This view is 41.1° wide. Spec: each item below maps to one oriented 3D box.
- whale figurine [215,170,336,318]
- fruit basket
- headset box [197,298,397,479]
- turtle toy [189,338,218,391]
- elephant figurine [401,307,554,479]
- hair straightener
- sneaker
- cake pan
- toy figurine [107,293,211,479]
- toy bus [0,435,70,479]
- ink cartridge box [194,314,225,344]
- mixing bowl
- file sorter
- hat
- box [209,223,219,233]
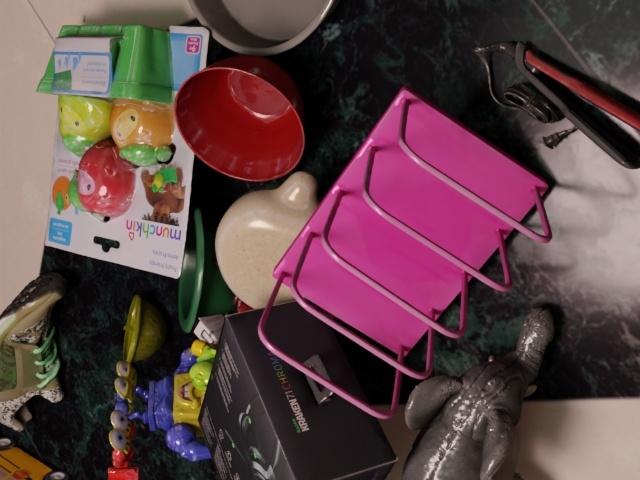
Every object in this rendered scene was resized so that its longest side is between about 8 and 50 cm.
[{"bbox_3d":[0.000,0.000,1.135,0.272,0.141,0.216,-6,114,16],"label":"whale figurine"},{"bbox_3d":[-0.309,-0.143,1.266,0.327,0.165,0.353,12,91,37],"label":"fruit basket"},{"bbox_3d":[-0.043,0.247,1.090,0.246,0.131,0.283,62,149,34],"label":"headset box"},{"bbox_3d":[-0.147,0.187,1.229,0.095,0.130,0.066,17,83,18],"label":"turtle toy"},{"bbox_3d":[0.177,0.213,0.997,0.169,0.186,0.239,7,123,0],"label":"elephant figurine"},{"bbox_3d":[0.255,-0.144,0.940,0.230,0.047,0.089,39,121,24],"label":"hair straightener"},{"bbox_3d":[-0.544,0.220,1.613,0.182,0.158,0.410,35,123,-11],"label":"sneaker"},{"bbox_3d":[-0.069,-0.392,1.122,0.293,0.054,0.293,10,107,35],"label":"cake pan"},{"bbox_3d":[-0.209,0.256,1.346,0.363,0.217,0.191,-99,15,-52],"label":"toy figurine"},{"bbox_3d":[-0.636,0.492,1.720,0.332,0.130,0.108,18,111,33],"label":"toy bus"},{"bbox_3d":[-0.161,0.144,1.326,0.083,0.048,0.028,46,123,20],"label":"ink cartridge box"},{"bbox_3d":[-0.093,-0.180,1.144,0.181,0.098,0.181,12,137,12],"label":"mixing bowl"},{"bbox_3d":[0.090,0.022,0.952,0.202,0.182,0.291,32,116,-8],"label":"file sorter"},{"bbox_3d":[-0.106,0.060,1.252,0.173,0.183,0.209,-116,35,-60],"label":"hat"},{"bbox_3d":[-0.151,0.027,1.309,0.083,0.018,0.067,46,124,19],"label":"box"}]
